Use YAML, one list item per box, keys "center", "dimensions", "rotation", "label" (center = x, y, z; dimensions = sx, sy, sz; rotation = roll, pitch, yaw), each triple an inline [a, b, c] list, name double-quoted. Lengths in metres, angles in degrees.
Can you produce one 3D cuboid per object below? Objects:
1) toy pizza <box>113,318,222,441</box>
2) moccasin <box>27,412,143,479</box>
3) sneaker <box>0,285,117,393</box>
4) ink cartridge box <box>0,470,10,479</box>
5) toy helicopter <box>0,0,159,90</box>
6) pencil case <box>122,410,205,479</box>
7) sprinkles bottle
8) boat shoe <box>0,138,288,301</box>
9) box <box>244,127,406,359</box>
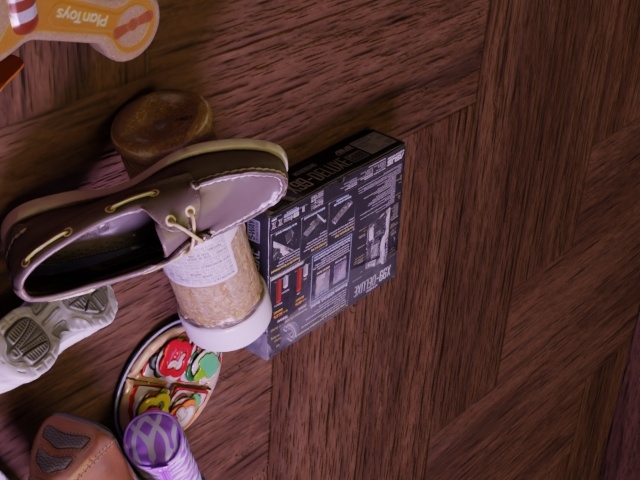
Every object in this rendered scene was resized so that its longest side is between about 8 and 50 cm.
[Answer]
- center: [-0.200, 0.199, 1.575]
  dimensions: [0.201, 0.032, 0.201]
  rotation: [-34, 136, -39]
  label: "toy pizza"
- center: [-0.270, 0.358, 1.443]
  dimensions: [0.380, 0.139, 0.147]
  rotation: [82, 26, -58]
  label: "moccasin"
- center: [-0.322, 0.101, 1.300]
  dimensions: [0.115, 0.090, 0.232]
  rotation: [-33, -176, 31]
  label: "sneaker"
- center: [-0.445, 0.350, 1.312]
  dimensions: [0.224, 0.056, 0.181]
  rotation: [-51, 145, -23]
  label: "ink cartridge box"
- center: [-0.285, -0.205, 1.086]
  dimensions: [0.355, 0.140, 0.234]
  rotation: [-5, 118, -56]
  label: "toy helicopter"
- center: [-0.210, 0.302, 1.542]
  dimensions: [0.086, 0.088, 0.206]
  rotation: [-9, 149, -1]
  label: "pencil case"
- center: [-0.151, -0.015, 1.414]
  dimensions: [0.121, 0.121, 0.355]
  rotation: [-45, 143, -27]
  label: "sprinkles bottle"
- center: [-0.181, -0.018, 1.245]
  dimensions: [0.325, 0.096, 0.116]
  rotation: [-17, 135, -7]
  label: "boat shoe"
- center: [0.000, 0.000, 1.683]
  dimensions: [0.307, 0.077, 0.242]
  rotation: [-31, 135, -41]
  label: "box"
